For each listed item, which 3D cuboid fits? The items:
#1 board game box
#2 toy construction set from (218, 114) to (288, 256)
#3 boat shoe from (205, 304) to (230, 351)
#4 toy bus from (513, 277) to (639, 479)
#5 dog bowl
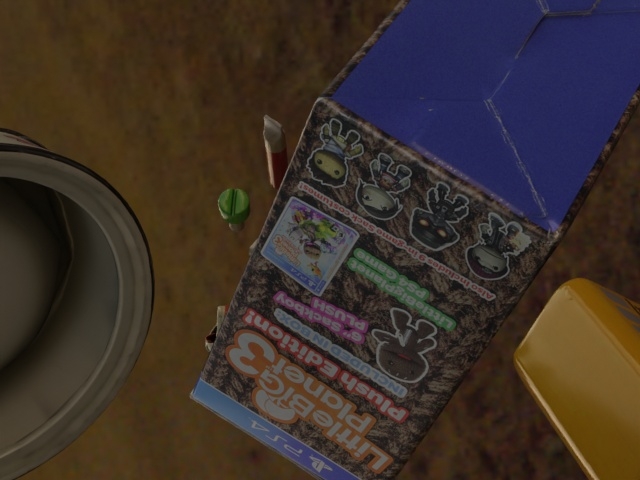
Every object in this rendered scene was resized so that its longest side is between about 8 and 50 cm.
[{"bbox_3d":[0.066,-0.017,0.865,0.141,0.232,0.291,32,139,6],"label":"board game box"},{"bbox_3d":[0.000,0.000,1.453,0.309,0.257,0.237,60,168,25],"label":"toy construction set"},{"bbox_3d":[-0.145,0.142,2.047,0.137,0.043,0.049,116,156,-44],"label":"boat shoe"},{"bbox_3d":[0.268,0.158,1.048,0.108,0.130,0.332,-57,24,15],"label":"toy bus"},{"bbox_3d":[-0.381,0.059,1.413,0.150,0.408,0.408,43,134,45],"label":"dog bowl"}]
